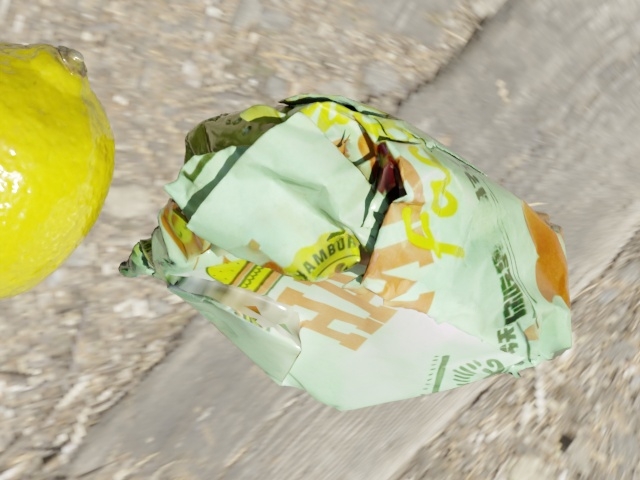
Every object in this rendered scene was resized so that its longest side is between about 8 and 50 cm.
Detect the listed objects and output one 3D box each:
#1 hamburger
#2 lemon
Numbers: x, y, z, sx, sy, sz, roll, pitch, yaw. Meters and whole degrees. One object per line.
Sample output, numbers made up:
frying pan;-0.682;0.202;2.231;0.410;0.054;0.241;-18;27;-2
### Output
hamburger;-0.003;0.001;1.035;0.235;0.214;0.125;0;64;45
lemon;-0.147;-0.032;0.873;0.109;0.109;0.133;38;105;8
